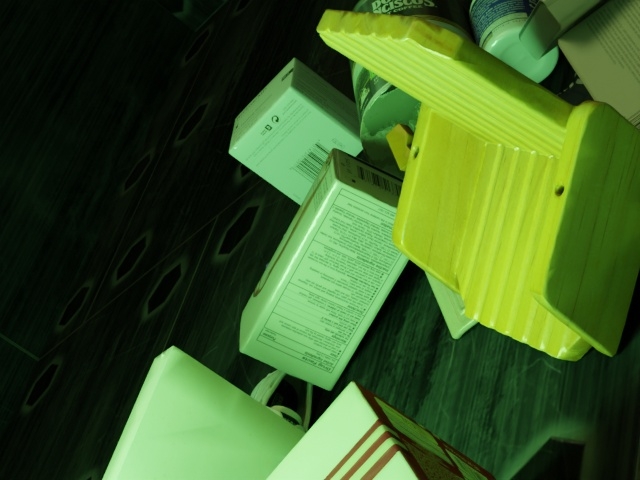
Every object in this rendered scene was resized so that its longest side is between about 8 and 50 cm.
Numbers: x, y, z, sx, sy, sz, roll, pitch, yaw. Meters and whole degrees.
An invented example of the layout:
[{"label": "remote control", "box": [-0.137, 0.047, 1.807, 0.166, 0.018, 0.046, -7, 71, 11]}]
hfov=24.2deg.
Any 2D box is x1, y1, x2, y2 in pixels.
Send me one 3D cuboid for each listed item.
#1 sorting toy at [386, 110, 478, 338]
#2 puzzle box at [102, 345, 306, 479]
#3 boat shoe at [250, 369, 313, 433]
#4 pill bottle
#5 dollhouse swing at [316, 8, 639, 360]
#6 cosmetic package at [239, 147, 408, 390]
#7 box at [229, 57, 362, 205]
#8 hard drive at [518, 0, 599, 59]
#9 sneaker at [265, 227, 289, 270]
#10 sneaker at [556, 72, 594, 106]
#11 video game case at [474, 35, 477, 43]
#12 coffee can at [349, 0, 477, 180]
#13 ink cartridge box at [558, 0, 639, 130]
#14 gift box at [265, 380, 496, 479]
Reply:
[{"label": "sorting toy", "box": [0.195, -0.057, 1.908, 0.229, 0.041, 0.307, -43, 53, 34]}, {"label": "puzzle box", "box": [-0.154, 0.362, 1.843, 0.052, 0.272, 0.408, -34, 26, 45]}, {"label": "boat shoe", "box": [-0.061, 0.268, 2.077, 0.088, 0.096, 0.267, -47, 11, 33]}, {"label": "pill bottle", "box": [0.280, -0.320, 2.202, 0.112, 0.112, 0.186, -43, 34, 29]}, {"label": "dollhouse swing", "box": [0.142, -0.063, 1.646, 0.347, 0.305, 0.315, 24, 101, 63]}, {"label": "cosmetic package", "box": [0.016, 0.041, 2.101, 0.296, 0.153, 0.129, -59, 14, 20]}, {"label": "box", "box": [-0.038, -0.193, 2.681, 0.181, 0.182, 0.119, -44, 21, 27]}, {"label": "hard drive", "box": [0.410, -0.366, 1.864, 0.353, 0.047, 0.233, -38, -3, -2]}, {"label": "sneaker", "box": [0.000, 0.000, 2.374, 0.236, 0.104, 0.095, -51, 17, 3]}, {"label": "sneaker", "box": [0.314, -0.164, 1.915, 0.282, 0.099, 0.153, -11, 50, 55]}, {"label": "video game case", "box": [0.203, -0.242, 2.438, 0.196, 0.026, 0.274, -50, 18, 12]}, {"label": "coffee can", "box": [0.147, -0.239, 2.235, 0.201, 0.202, 0.275, -44, 30, 26]}, {"label": "ink cartridge box", "box": [0.429, -0.215, 1.679, 0.261, 0.066, 0.296, -38, 37, 15]}, {"label": "gift box", "box": [0.058, 0.324, 1.447, 0.258, 0.255, 0.276, -50, 25, 6]}]
